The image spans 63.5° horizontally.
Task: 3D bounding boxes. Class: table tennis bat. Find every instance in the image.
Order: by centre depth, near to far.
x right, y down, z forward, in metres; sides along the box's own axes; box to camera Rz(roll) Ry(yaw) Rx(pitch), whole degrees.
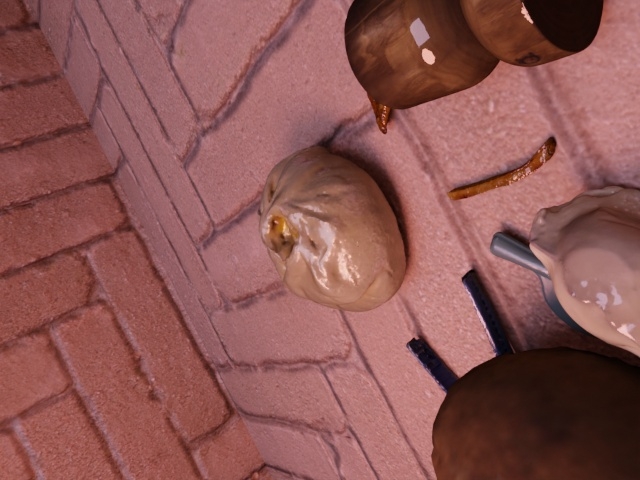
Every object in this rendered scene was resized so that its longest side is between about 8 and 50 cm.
[{"bbox_3d":[0.361,0.053,0.761,0.244,0.040,0.153,31,132,35],"label":"table tennis bat"}]

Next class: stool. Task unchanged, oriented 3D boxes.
[{"bbox_3d":[0.176,-0.281,0.645,0.264,0.179,0.179,-2,112,56],"label":"stool"}]

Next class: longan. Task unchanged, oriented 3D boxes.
[{"bbox_3d":[0.352,0.360,0.674,0.404,0.404,0.436,119,160,-53],"label":"longan"}]

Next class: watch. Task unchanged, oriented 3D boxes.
[{"bbox_3d":[0.306,0.230,0.955,0.274,0.068,0.276,53,147,24],"label":"watch"}]

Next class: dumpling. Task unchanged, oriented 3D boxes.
[{"bbox_3d":[0.383,0.034,0.617,0.258,0.193,0.147,58,-172,28],"label":"dumpling"}]

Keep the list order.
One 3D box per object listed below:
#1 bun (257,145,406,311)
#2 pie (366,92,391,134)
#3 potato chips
[{"bbox_3d":[0.000,0.000,1.062,0.365,0.219,0.365,39,143,37],"label":"bun"},{"bbox_3d":[0.105,-0.283,0.878,0.088,0.033,0.191,50,152,32],"label":"pie"},{"bbox_3d":[0.272,-0.097,0.788,0.204,0.026,0.037,-30,85,58],"label":"potato chips"}]
